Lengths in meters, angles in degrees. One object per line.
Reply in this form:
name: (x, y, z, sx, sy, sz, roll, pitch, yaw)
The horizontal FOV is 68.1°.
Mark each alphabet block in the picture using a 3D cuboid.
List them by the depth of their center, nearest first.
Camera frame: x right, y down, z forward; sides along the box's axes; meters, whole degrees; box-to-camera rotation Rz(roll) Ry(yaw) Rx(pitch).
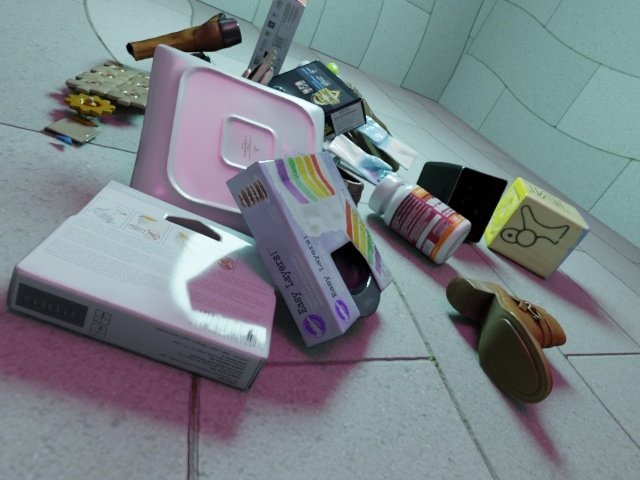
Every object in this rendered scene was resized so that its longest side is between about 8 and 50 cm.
alphabet block: (0.614, -0.039, 1.374, 0.197, 0.192, 0.193, 31, 25, 2)

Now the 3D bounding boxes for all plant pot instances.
plant pot: (0.357, -0.119, 1.296, 0.187, 0.188, 0.167, 9, 20, -34)

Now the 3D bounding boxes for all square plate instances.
square plate: (-0.132, -0.156, 0.823, 0.343, 0.049, 0.348, 13, 64, -28)

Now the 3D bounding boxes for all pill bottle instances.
pill bottle: (0.226, -0.055, 1.102, 0.221, 0.121, 0.121, 40, 29, 21)

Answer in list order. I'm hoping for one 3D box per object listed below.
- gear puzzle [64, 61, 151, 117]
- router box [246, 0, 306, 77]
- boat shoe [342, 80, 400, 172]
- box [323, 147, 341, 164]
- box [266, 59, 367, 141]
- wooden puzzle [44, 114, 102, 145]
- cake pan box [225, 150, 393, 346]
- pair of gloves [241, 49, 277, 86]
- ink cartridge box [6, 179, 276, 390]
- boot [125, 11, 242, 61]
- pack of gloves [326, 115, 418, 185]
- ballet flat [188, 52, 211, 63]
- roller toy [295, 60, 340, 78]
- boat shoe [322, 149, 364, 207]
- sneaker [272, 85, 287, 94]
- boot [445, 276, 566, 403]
gear puzzle: (-0.430, -0.308, 1.009, 0.175, 0.044, 0.339, 15, 28, -10)
router box: (-0.143, -0.526, 1.343, 0.082, 0.336, 0.301, 22, 26, -13)
boat shoe: (0.125, -0.338, 1.508, 0.123, 0.123, 0.342, -25, 78, -46)
box: (-0.029, -0.239, 1.286, 0.162, 0.029, 0.116, 29, 27, 4)
box: (-0.081, -0.308, 1.128, 0.293, 0.073, 0.296, -22, 42, -7)
wooden puzzle: (-0.435, -0.194, 0.838, 0.078, 0.014, 0.116, 23, 27, -2)
cake pan box: (0.000, 0.000, 0.723, 0.245, 0.070, 0.267, -26, 90, -61)
pair of gloves: (-0.186, -0.320, 1.034, 0.042, 0.204, 0.240, 42, -8, -26)
ink cartridge box: (-0.191, 0.042, 0.604, 0.275, 0.060, 0.239, 23, 25, -12)
boot: (-0.372, -0.526, 1.269, 0.280, 0.096, 0.264, -20, 36, -14)
pack of gloves: (0.163, -0.267, 1.379, 0.232, 0.046, 0.195, 35, 62, -2)
ballet flat: (-0.368, -0.440, 1.262, 0.106, 0.108, 0.316, 4, 25, -4)
roller toy: (-0.038, -0.436, 1.446, 0.146, 0.210, 0.191, 18, -7, -21)
boat shoe: (-0.020, -0.176, 1.107, 0.116, 0.097, 0.324, -1, 39, -46)
sneaker: (-0.129, -0.265, 0.993, 0.065, 0.076, 0.166, 28, 61, 38)
boot: (0.375, 0.184, 0.872, 0.220, 0.109, 0.283, 18, 21, -28)
